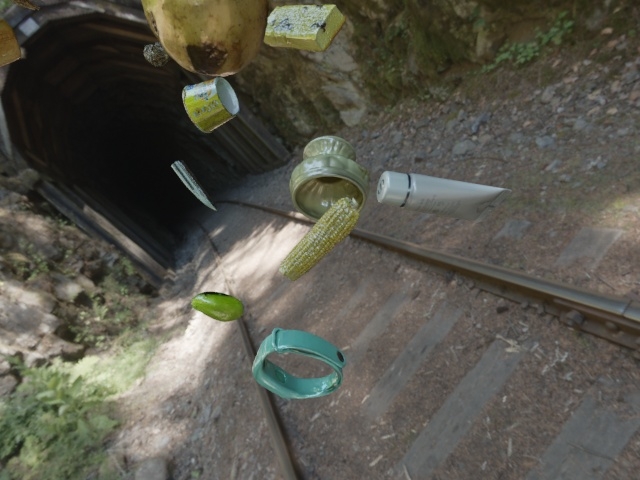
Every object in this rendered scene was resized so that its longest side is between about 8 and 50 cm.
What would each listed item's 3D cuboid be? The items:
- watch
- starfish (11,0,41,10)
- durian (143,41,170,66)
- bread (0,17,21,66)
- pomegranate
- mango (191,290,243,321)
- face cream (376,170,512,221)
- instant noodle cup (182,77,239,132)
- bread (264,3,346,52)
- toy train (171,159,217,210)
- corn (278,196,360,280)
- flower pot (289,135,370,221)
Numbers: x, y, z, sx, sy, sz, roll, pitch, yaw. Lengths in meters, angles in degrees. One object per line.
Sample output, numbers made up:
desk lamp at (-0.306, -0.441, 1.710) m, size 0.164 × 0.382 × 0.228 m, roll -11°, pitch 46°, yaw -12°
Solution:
watch at (-0.054, 0.300, 0.957) m, size 0.195 × 0.237 × 0.068 m, roll -33°, pitch 32°, yaw 22°
starfish at (-0.881, -0.690, 1.063) m, size 0.240 × 0.227 × 0.043 m, roll -5°, pitch 81°, yaw 61°
durian at (-0.535, -0.610, 1.310) m, size 0.091 × 0.080 × 0.080 m, roll 33°, pitch 77°, yaw 32°
bread at (-1.073, -0.565, 1.208) m, size 0.305 × 0.091 × 0.142 m, roll -54°, pitch -20°, yaw -37°
pomegranate at (-0.248, -0.512, 0.896) m, size 0.281 × 0.281 × 0.281 m, roll -41°, pitch 19°, yaw 17°
mango at (-0.313, 0.207, 1.230) m, size 0.091 × 0.165 × 0.074 m, roll -56°, pitch 36°, yaw 28°
face cream at (0.298, -0.106, 1.000) m, size 0.143 × 0.314 × 0.089 m, roll 113°, pitch 164°, yaw -55°
instant noodle cup at (-0.434, -0.553, 1.626) m, size 0.152 × 0.205 × 0.205 m, roll -13°, pitch 31°, yaw 21°
bread at (-0.078, -0.743, 1.397) m, size 0.361 × 0.077 × 0.138 m, roll 32°, pitch 89°, yaw 43°
toy train at (-0.521, -0.218, 1.665) m, size 0.048 × 0.252 × 0.055 m, roll -36°, pitch 5°, yaw 6°
corn at (0.000, 0.000, 1.080) m, size 0.288 × 0.086 × 0.086 m, roll -46°, pitch 18°, yaw 14°
flower pot at (0.038, -0.244, 1.536) m, size 0.307 × 0.307 × 0.244 m, roll -31°, pitch 45°, yaw 39°
